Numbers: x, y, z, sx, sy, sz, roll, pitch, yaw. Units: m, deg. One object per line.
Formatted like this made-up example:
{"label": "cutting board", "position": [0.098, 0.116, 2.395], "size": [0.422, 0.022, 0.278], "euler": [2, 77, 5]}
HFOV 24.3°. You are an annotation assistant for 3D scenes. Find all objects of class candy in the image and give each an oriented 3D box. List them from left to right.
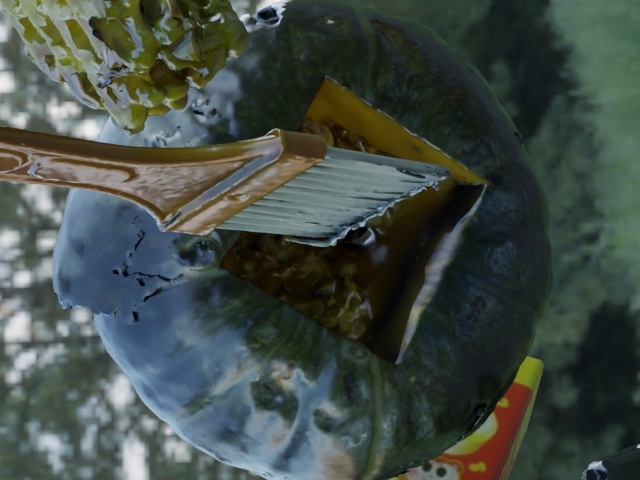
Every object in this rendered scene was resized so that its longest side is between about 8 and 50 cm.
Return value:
{"label": "candy", "position": [0.091, 0.201, 1.316], "size": [0.276, 0.146, 0.088], "euler": [-61, -18, -44]}

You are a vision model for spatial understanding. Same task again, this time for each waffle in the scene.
{"label": "waffle", "position": [-0.105, -0.139, 0.597], "size": [0.197, 0.070, 0.193], "euler": [43, 158, 31]}

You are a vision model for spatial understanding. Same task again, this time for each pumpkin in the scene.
{"label": "pumpkin", "position": [0.000, 0.000, 0.951], "size": [0.192, 0.321, 0.320], "euler": [153, 117, -70]}

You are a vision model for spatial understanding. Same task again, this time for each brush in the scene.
{"label": "brush", "position": [-0.097, -0.028, 0.513], "size": [0.090, 0.314, 0.017], "euler": [-29, 63, 48]}

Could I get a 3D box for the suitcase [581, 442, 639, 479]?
{"label": "suitcase", "position": [0.402, 0.329, 1.495], "size": [0.066, 0.206, 0.285], "euler": [124, 127, -75]}
